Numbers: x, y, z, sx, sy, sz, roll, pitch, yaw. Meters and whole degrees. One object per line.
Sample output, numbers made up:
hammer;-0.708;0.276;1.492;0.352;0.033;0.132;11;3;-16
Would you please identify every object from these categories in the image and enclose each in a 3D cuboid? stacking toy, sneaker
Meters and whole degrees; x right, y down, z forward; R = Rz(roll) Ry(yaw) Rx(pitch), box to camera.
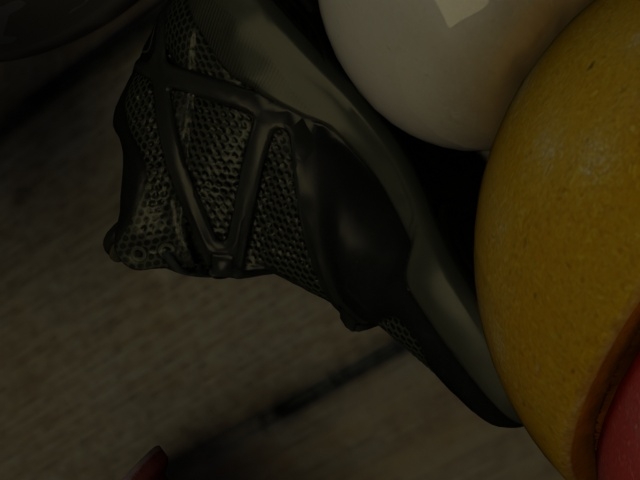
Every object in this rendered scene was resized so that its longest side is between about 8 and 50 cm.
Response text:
stacking toy;0.172;0.011;0.538;0.480;0.350;0.350;48;119;27
sneaker;0.000;0.000;0.691;0.227;0.087;0.130;49;119;9

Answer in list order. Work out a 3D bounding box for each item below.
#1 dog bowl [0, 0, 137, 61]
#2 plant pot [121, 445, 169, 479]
dog bowl;-0.192;-0.239;0.707;0.349;0.102;0.348;7;106;24
plant pot;-0.055;0.273;0.700;0.265;0.272;0.272;40;116;2
